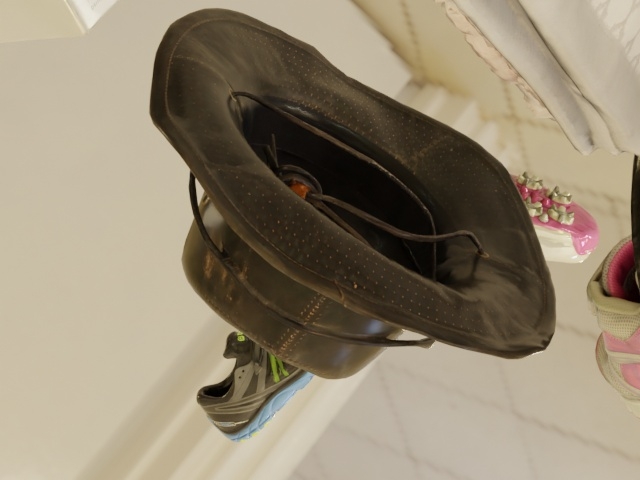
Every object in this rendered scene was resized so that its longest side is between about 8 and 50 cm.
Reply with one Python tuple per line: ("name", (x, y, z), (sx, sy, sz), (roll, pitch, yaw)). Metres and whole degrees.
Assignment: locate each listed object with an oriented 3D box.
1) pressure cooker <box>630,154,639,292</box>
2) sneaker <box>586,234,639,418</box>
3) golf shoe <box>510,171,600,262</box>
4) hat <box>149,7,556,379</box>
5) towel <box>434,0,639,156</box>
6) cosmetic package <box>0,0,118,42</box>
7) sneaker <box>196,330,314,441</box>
("pressure cooker", (0.334, -0.032, 0.676), (0.420, 0.376, 0.370), (16, 155, -31))
("sneaker", (0.222, 0.040, 1.031), (0.111, 0.103, 0.252), (46, 167, 1))
("golf shoe", (0.113, -0.009, 1.585), (0.306, 0.115, 0.140), (13, 113, 10))
("hat", (0.000, 0.000, 1.051), (0.331, 0.331, 0.134), (36, 115, 6))
("towel", (0.132, -0.179, 0.404), (0.053, 0.317, 0.332), (42, -174, 24))
("cosmetic package", (-0.238, -0.252, 1.034), (0.224, 0.138, 0.225), (2, 133, 38))
("sneaker", (-0.042, 0.099, 1.461), (0.078, 0.188, 0.067), (39, -162, -9))
